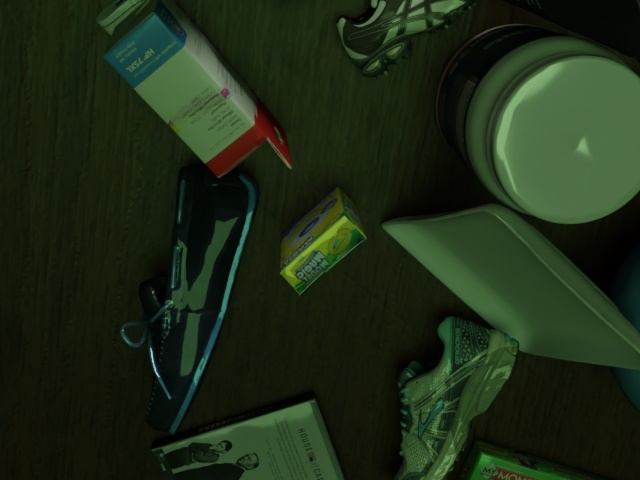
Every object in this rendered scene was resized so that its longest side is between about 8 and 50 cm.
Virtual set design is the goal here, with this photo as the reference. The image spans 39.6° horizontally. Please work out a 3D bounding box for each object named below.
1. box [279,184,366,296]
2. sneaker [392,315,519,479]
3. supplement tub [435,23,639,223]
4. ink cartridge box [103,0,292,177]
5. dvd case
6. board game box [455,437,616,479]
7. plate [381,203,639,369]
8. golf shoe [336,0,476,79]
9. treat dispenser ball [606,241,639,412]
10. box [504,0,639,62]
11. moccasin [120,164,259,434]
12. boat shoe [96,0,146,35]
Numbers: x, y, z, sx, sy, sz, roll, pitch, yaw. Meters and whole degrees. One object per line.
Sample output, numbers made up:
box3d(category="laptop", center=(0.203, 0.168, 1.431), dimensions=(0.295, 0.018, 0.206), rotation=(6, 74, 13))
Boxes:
box3d(category="box", center=(0.000, 0.000, 1.069), dimensions=(0.105, 0.179, 0.043), rotation=(-42, 106, 9))
box3d(category="sneaker", center=(0.151, 0.226, 1.207), dimensions=(0.122, 0.110, 0.283), rotation=(30, 102, 7))
box3d(category="supplement tub", center=(0.242, -0.136, 0.990), dimensions=(0.191, 0.272, 0.191), rotation=(-1, 108, -3))
box3d(category="ink cartridge box", center=(-0.134, -0.165, 1.021), dimensions=(0.078, 0.134, 0.231), rotation=(-37, 115, 12))
box3d(category="dvd case", center=(-0.094, 0.327, 1.248), dimensions=(0.239, 0.029, 0.179), rotation=(-18, 108, 2))
box3d(category="board game box", center=(0.332, 0.429, 1.297), dimensions=(0.317, 0.046, 0.213), rotation=(19, 105, -9))
box3d(category="plate", center=(0.234, 0.047, 1.068), dimensions=(0.277, 0.278, 0.045), rotation=(42, 75, -14))
box3d(category="golf shoe", center=(0.109, -0.279, 1.040), dimensions=(0.198, 0.077, 0.094), rotation=(-37, 106, 7))
box3d(category="treat dispenser ball", center=(0.490, 0.108, 1.076), dimensions=(0.288, 0.288, 0.288), rotation=(-1, 108, -3))
box3d(category="box", center=(0.301, -0.365, 0.857), dimensions=(0.296, 0.294, 0.182), rotation=(-44, 137, -4))
box3d(category="moccasin", center=(-0.173, 0.069, 1.124), dimensions=(0.117, 0.138, 0.341), rotation=(17, 92, -4))
box3d(category="boat shoe", center=(-0.215, -0.277, 1.048), dimensions=(0.100, 0.035, 0.035), rotation=(-37, 134, 5))
